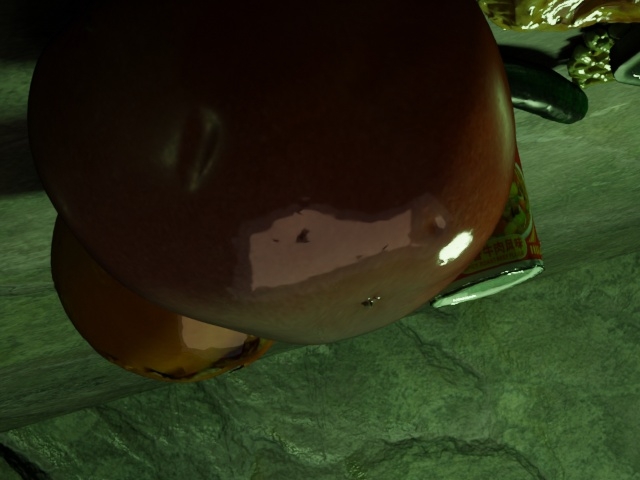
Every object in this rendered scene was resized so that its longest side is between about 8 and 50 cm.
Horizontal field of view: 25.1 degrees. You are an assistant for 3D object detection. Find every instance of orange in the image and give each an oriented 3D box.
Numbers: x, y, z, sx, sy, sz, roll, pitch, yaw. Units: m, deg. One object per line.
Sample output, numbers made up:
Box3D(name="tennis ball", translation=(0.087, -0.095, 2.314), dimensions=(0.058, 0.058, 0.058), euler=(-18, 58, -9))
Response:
Box3D(name="orange", translation=(-0.135, 0.017, 1.379), dimensions=(0.246, 0.246, 0.246), euler=(-16, 170, -3))

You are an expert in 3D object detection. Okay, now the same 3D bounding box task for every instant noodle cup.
Box3D(name="instant noodle cup", translation=(0.148, -0.048, 1.540), dimensions=(0.193, 0.212, 0.193), euler=(-17, 169, -3))

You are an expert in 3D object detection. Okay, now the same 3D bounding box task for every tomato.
Box3D(name="tomato", translation=(-0.030, -0.063, 1.017), dimensions=(0.342, 0.272, 0.341), euler=(-16, 170, -3))

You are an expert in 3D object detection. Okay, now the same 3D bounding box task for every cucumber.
Box3D(name="cucumber", translation=(0.200, -0.157, 1.464), dimensions=(0.056, 0.056, 0.284), euler=(-24, 162, 35))

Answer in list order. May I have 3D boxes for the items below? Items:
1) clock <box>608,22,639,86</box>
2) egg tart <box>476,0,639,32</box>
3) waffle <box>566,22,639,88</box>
Box3D(name="clock", translation=(0.454, -0.227, 1.398), dimensions=(0.273, 0.049, 0.279), euler=(5, 151, -37))
Box3D(name="egg tart", translation=(0.221, -0.213, 1.037), dimensions=(0.241, 0.105, 0.241), euler=(-7, 176, 0))
Box3D(name="waffle", translation=(0.346, -0.207, 1.505), dimensions=(0.184, 0.036, 0.169), euler=(-17, 168, 1))
